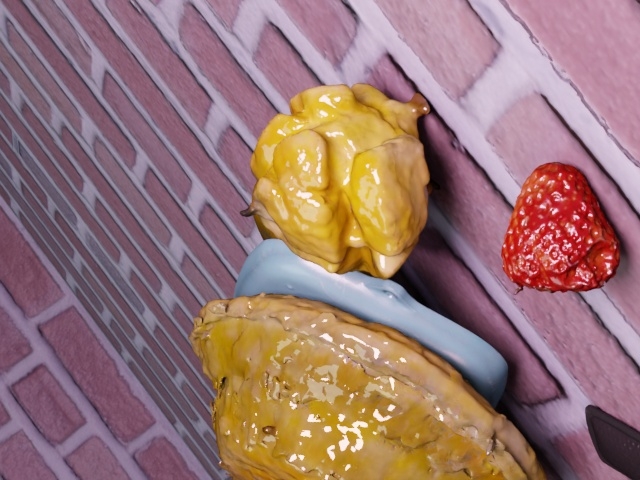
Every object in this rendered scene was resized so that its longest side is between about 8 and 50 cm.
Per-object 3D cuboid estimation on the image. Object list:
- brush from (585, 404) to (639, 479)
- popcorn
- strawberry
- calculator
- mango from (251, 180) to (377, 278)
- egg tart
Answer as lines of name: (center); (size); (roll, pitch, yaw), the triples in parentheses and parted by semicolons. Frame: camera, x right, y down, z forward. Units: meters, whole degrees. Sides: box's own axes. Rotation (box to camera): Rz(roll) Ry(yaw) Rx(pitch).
brush: (0.260, 0.177, 0.841); (0.193, 0.016, 0.063); (28, 149, 52)
popcorn: (0.018, -0.041, 0.851); (0.148, 0.152, 0.167); (58, 174, -10)
strawberry: (0.146, -0.006, 0.728); (0.073, 0.073, 0.083); (16, 123, 61)
calculator: (0.034, 0.104, 1.063); (0.256, 0.054, 0.386); (27, 158, 5)
mango: (0.000, 0.000, 1.068); (0.161, 0.076, 0.103); (50, 156, -14)
egg tart: (0.022, 0.172, 0.984); (0.341, 0.132, 0.341); (26, 157, 12)
